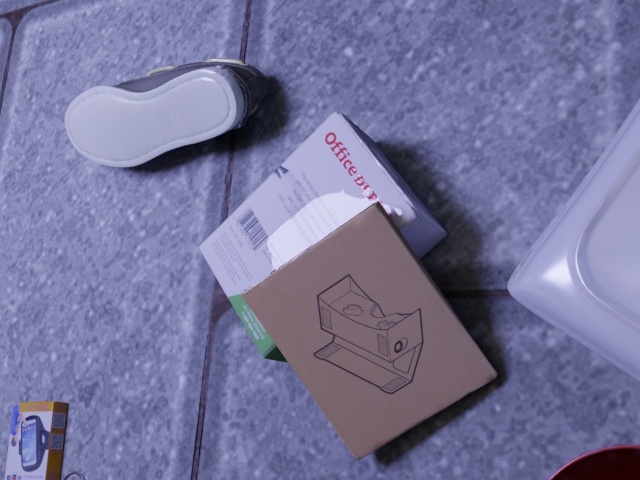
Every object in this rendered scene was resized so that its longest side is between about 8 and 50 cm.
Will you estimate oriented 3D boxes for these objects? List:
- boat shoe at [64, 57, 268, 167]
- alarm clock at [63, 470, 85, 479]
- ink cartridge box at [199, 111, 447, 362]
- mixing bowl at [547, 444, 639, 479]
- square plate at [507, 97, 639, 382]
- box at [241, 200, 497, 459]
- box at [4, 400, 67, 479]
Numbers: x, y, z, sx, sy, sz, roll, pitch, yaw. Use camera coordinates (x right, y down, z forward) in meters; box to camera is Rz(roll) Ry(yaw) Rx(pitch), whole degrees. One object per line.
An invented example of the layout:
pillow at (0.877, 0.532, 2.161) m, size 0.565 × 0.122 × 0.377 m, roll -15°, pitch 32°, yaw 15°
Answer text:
boat shoe at (-0.203, -0.165, 1.058) m, size 0.304 × 0.091 × 0.109 m, roll -6°, pitch 110°, yaw 34°
alarm clock at (-0.286, 0.370, 0.969) m, size 0.129 × 0.064 × 0.192 m, roll -19°, pitch 69°, yaw 28°
ink cartridge box at (0.000, 0.000, 0.872) m, size 0.219 × 0.092 × 0.160 m, roll -43°, pitch 59°, yaw 15°
mixing bowl at (0.254, 0.252, 0.628) m, size 0.181 × 0.098 × 0.182 m, roll -11°, pitch 70°, yaw 31°
square plate at (0.371, -0.010, 0.660) m, size 0.347 × 0.049 × 0.344 m, roll 38°, pitch 98°, yaw 35°
box at (0.045, 0.088, 0.790) m, size 0.164 × 0.021 × 0.201 m, roll -34°, pitch 92°, yaw 15°
box at (-0.374, 0.281, 1.076) m, size 0.081 × 0.028 × 0.136 m, roll -9°, pitch 70°, yaw 31°
